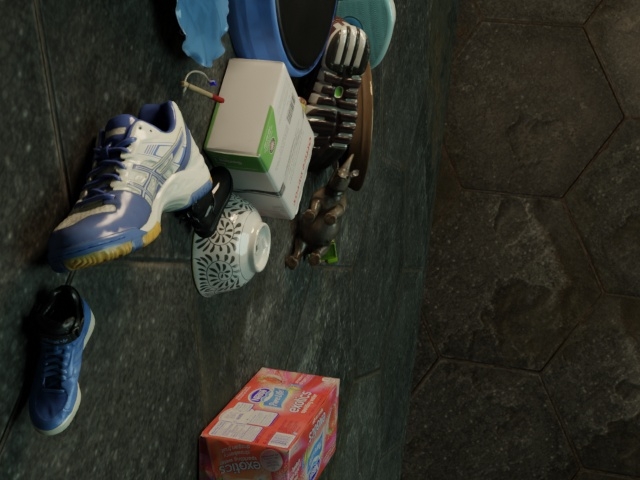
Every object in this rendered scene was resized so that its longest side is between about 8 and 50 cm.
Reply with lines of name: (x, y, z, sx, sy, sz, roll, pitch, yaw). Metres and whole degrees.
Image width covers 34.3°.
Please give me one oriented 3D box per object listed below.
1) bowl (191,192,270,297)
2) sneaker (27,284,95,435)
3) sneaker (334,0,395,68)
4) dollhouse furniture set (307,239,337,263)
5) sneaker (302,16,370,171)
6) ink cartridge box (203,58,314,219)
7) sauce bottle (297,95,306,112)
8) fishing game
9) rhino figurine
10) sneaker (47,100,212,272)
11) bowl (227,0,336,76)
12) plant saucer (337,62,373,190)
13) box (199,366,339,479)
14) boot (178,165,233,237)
bowl: (-0.123, 0.007, 1.550, 0.170, 0.080, 0.170, 8, 90, -75)
sneaker: (-0.276, 0.119, 1.076, 0.084, 0.058, 0.152, 83, 16, -59)
sneaker: (0.112, -0.514, 2.086, 0.208, 0.127, 0.319, -50, 145, -61)
dollhouse furniture set: (0.000, 0.000, 2.106, 0.152, 0.058, 0.076, -96, 178, -67)
sneaker: (0.011, -0.274, 1.886, 0.162, 0.106, 0.281, -113, -141, -57)
ink cartridge box: (-0.087, -0.149, 1.583, 0.219, 0.092, 0.160, 65, 35, -63)
sauce bottle: (-0.055, -0.185, 1.785, 0.042, 0.042, 0.128, 59, 40, -66)
fishing game: (-0.163, -0.314, 1.341, 0.189, 0.041, 0.264, 3, 86, -75)
rhino figurine: (0.011, -0.058, 1.918, 0.243, 0.073, 0.106, -67, 175, 27)
sneaker: (-0.226, -0.066, 1.148, 0.296, 0.112, 0.131, -56, 132, -62)
bowl: (-0.048, -0.445, 1.628, 0.391, 0.077, 0.391, 7, 90, -75)
plant saucer: (0.057, -0.234, 1.997, 0.278, 0.041, 0.278, 180, -90, -81)
box: (-0.080, 0.336, 1.728, 0.300, 0.154, 0.142, -43, 138, -69)
boot: (-0.164, -0.071, 1.441, 0.099, 0.045, 0.121, 63, 38, -59)
